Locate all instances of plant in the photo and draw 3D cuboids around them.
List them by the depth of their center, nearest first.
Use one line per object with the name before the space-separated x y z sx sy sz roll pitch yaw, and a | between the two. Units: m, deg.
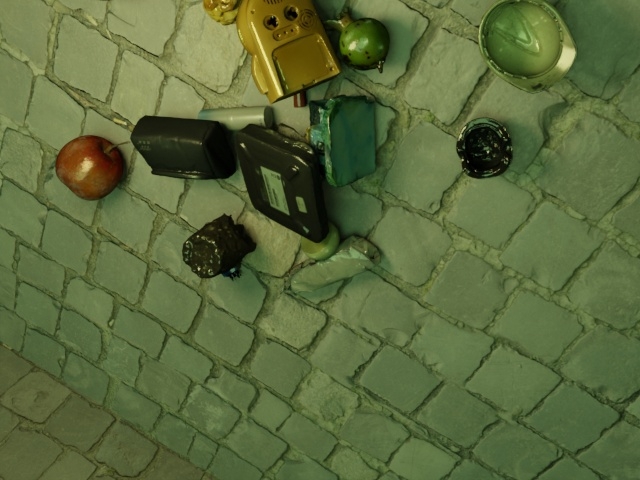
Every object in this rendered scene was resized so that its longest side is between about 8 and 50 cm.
plant | -0.353 0.017 1.984 0.188 0.276 0.199 -37 90 27

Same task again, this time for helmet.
helmet | 0.542 -0.520 1.445 0.257 0.137 0.204 48 122 0
helmet | 0.488 -0.269 1.619 0.153 0.107 0.176 -10 93 28

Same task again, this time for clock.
clock | -0.100 -0.578 1.568 0.244 0.200 0.316 -25 107 -14

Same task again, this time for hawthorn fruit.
hawthorn fruit | -0.853 -0.285 2.052 0.235 0.231 0.262 30 82 -1

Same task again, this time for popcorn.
popcorn | -0.266 -0.722 1.634 0.180 0.179 0.170 10 152 16

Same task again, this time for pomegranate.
pomegranate | 0.101 -0.573 1.583 0.220 0.156 0.156 30 124 25

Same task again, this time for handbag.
handbag | -0.463 -0.281 1.879 0.302 0.177 0.275 7 144 16

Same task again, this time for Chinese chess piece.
Chinese chess piece | 0.000 0.000 1.917 0.144 0.144 0.058 -18 145 27

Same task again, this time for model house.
model house | 0.020 -0.325 1.712 0.241 0.226 0.261 19 122 40

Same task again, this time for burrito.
burrito | 0.005 0.107 1.990 0.446 0.101 0.139 -24 120 29

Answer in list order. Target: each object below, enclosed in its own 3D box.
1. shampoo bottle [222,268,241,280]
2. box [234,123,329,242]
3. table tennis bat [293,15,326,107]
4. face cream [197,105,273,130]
shampoo bottle | -0.381 0.080 2.151 0.087 0.050 0.183 -33 101 28
box | -0.123 -0.184 1.785 0.350 0.091 0.359 29 144 36
table tennis bat | -0.072 -0.573 1.713 0.201 0.038 0.310 5 114 18
face cream | -0.287 -0.409 1.849 0.250 0.077 0.077 2 116 20
